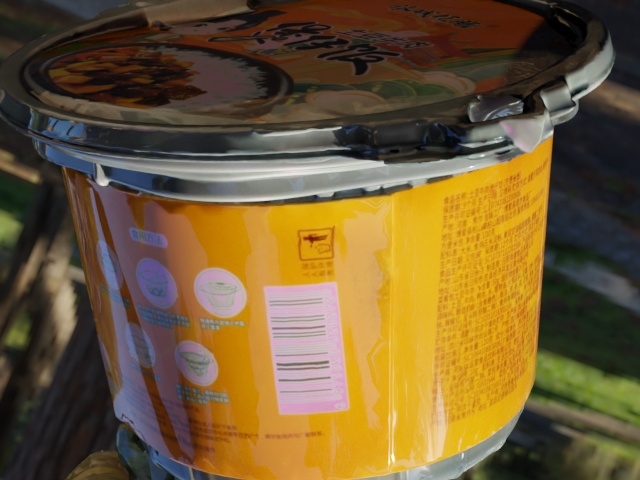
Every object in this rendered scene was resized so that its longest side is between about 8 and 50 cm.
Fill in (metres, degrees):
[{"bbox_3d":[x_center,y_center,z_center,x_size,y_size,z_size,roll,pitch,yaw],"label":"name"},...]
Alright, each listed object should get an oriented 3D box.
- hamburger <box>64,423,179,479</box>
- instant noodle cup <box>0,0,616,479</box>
[{"bbox_3d":[-0.007,0.202,0.777,0.277,0.195,0.318,59,175,30],"label":"hamburger"},{"bbox_3d":[0.000,0.000,0.481,0.178,0.125,0.208,-9,-159,-10],"label":"instant noodle cup"}]
